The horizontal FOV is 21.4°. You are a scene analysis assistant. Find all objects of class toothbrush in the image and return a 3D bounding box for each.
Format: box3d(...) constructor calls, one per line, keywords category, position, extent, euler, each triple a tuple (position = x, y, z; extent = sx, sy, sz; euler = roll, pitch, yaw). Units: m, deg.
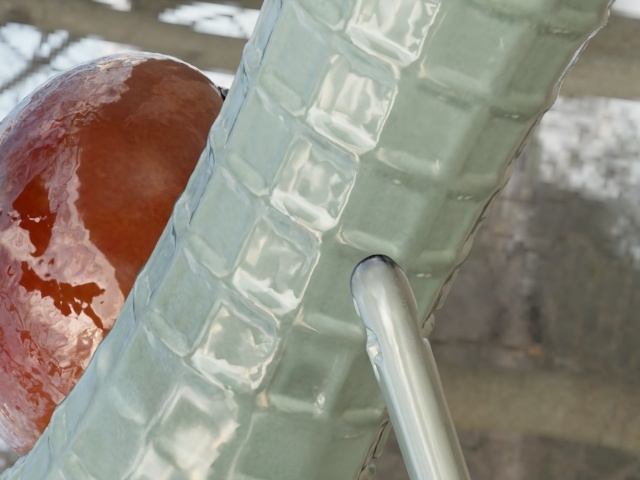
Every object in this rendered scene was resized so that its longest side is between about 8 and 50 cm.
box3d(category="toothbrush", position=(0.080, 0.179, 0.456), extent=(0.040, 0.040, 0.386), euler=(-67, -40, -72))

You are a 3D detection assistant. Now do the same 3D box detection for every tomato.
box3d(category="tomato", position=(-0.131, 0.006, 0.839), extent=(0.199, 0.112, 0.228), euler=(-42, 43, 29))

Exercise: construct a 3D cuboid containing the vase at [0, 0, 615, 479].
box3d(category="vase", position=(0.000, 0.000, 0.570), extent=(0.143, 0.143, 0.299), euler=(-69, 5, -69))
